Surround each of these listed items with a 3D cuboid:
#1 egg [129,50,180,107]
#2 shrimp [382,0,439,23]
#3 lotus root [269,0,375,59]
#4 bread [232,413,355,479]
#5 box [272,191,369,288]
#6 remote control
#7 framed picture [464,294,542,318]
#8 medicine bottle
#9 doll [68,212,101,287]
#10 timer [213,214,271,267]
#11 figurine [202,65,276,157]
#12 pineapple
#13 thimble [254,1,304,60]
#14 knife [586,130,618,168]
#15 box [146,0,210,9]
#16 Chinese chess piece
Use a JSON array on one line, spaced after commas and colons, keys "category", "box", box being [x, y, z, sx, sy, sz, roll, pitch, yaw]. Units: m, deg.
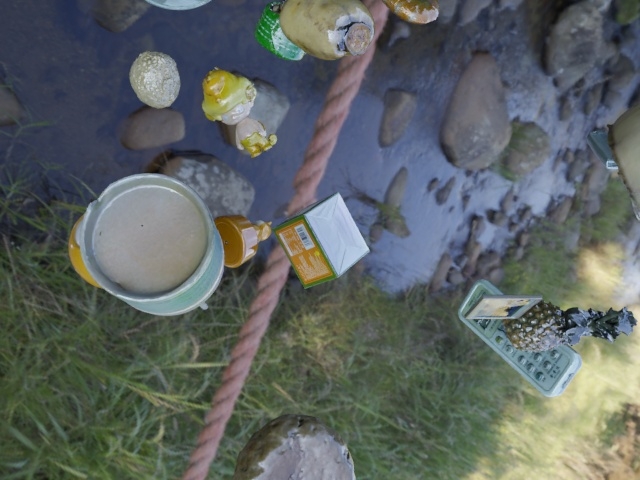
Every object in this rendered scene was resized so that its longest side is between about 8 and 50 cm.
[{"category": "egg", "box": [-0.374, -0.368, 1.451, 0.140, 0.118, 0.116, 85, 28, -53]}, {"category": "shrimp", "box": [0.183, -0.604, 1.506, 0.150, 0.248, 0.068, -40, 173, -39]}, {"category": "lotus root", "box": [-0.001, -0.370, 1.053, 0.125, 0.221, 0.118, -5, 128, -44]}, {"category": "bread", "box": [-0.049, 0.423, 1.126, 0.230, 0.123, 0.230, 2, 84, -20]}, {"category": "box", "box": [0.000, 0.000, 1.767, 0.177, 0.148, 0.195, -37, 101, -48]}, {"category": "remote control", "box": [0.483, 0.232, 1.564, 0.066, 0.335, 0.128, 8, 117, -40]}, {"category": "framed picture", "box": [0.343, 0.127, 1.208, 0.149, 0.109, 0.011, 91, -2, -69]}, {"category": "medicine bottle", "box": [-0.314, 0.033, 1.291, 0.235, 0.236, 0.406, -55, 177, -12]}, {"category": "doll", "box": [-0.522, 0.006, 1.552, 0.213, 0.236, 0.213, -27, 126, -46]}, {"category": "timer", "box": [-0.183, -0.014, 1.607, 0.152, 0.132, 0.132, -22, 129, -46]}, {"category": "figurine", "box": [-0.211, -0.330, 1.621, 0.246, 0.156, 0.131, 61, 21, -15]}, {"category": "pineapple", "box": [0.510, 0.170, 1.307, 0.125, 0.251, 0.125, 16, 70, -50]}, {"category": "thimble", "box": [-0.079, -0.469, 1.436, 0.130, 0.118, 0.090, 21, 123, -17]}, {"category": "knife", "box": [0.498, -0.159, 1.104, 0.162, 0.044, 0.023, -69, 159, -63]}, {"category": "box", "box": [-0.325, -0.655, 1.421, 0.226, 0.226, 0.149, 38, 37, -56]}, {"category": "Chinese chess piece", "box": [0.464, -0.055, 0.795, 0.112, 0.270, 0.270, -28, 163, 33]}]
